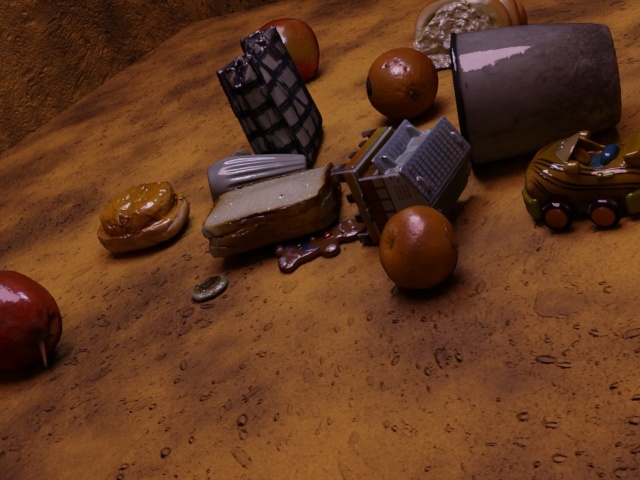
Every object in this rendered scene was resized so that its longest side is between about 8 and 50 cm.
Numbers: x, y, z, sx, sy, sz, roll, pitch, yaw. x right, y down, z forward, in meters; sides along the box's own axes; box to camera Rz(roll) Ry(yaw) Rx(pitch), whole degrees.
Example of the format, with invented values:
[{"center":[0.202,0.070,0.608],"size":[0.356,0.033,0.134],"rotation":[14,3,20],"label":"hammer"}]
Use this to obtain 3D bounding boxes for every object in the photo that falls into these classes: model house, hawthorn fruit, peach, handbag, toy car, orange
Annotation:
[{"center":[0.171,-0.119,1.742],"size":[0.215,0.198,0.224],"rotation":[-8,29,37],"label":"model house"},{"center":[-0.634,0.181,1.798],"size":[0.262,0.210,0.210],"rotation":[24,47,26],"label":"hawthorn fruit"},{"center":[-0.114,-0.625,2.882],"size":[0.231,0.231,0.231],"rotation":[-17,27,9],"label":"peach"},{"center":[-0.125,-0.366,2.289],"size":[0.162,0.327,0.325],"rotation":[-18,25,16],"label":"handbag"},{"center":[0.488,-0.127,1.585],"size":[0.248,0.142,0.200],"rotation":[-4,30,28],"label":"toy car"},{"center":[0.179,0.015,1.555],"size":[0.134,0.154,0.155],"rotation":[13,9,-31],"label":"orange"},{"center":[0.216,-0.410,2.272],"size":[0.206,0.206,0.206],"rotation":[-17,27,9],"label":"orange"}]

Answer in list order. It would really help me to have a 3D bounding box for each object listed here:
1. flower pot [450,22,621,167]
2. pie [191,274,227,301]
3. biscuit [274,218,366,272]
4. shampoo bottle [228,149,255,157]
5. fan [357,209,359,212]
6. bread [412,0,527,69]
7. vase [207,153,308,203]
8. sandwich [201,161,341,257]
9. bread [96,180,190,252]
[{"center":[0.453,-0.324,1.838],"size":[0.330,0.293,0.293],"rotation":[-8,29,14],"label":"flower pot"},{"center":[-0.237,0.101,1.833],"size":[0.085,0.017,0.085],"rotation":[-18,26,9],"label":"pie"},{"center":[0.000,-0.001,1.839],"size":[0.205,0.031,0.138],"rotation":[-20,26,0],"label":"biscuit"},{"center":[-0.216,-0.194,2.304],"size":[0.079,0.079,0.162],"rotation":[-12,28,18],"label":"shampoo bottle"},{"center":[0.122,-0.079,1.920],"size":[0.083,0.004,0.056],"rotation":[-10,28,22],"label":"fan"},{"center":[0.440,-0.645,2.528],"size":[0.316,0.211,0.270],"rotation":[6,36,38],"label":"bread"},{"center":[-0.152,-0.157,2.146],"size":[0.248,0.128,0.128],"rotation":[-12,26,-1],"label":"vase"},{"center":[-0.103,-0.069,1.944],"size":[0.301,0.099,0.271],"rotation":[-14,23,13],"label":"sandwich"},{"center":[-0.448,-0.056,2.168],"size":[0.236,0.120,0.198],"rotation":[-12,30,20],"label":"bread"}]
